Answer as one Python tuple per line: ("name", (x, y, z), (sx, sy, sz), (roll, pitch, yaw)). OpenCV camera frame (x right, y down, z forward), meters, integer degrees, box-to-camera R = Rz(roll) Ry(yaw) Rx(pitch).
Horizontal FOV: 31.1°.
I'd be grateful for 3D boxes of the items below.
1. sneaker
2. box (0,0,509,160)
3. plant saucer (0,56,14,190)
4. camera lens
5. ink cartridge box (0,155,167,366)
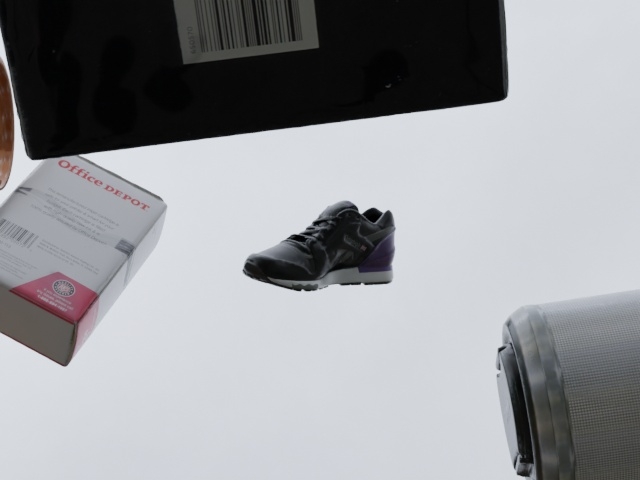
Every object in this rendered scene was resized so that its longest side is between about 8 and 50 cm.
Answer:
("sneaker", (0.000, 0.000, 1.691), (0.283, 0.107, 0.124), (-4, -74, -46))
("box", (-0.053, -0.206, 0.908), (0.343, 0.312, 0.179), (-7, -69, -1))
("plant saucer", (-0.478, -0.170, 1.645), (0.037, 0.200, 0.200), (-2, -49, -2))
("camera lens", (0.334, 0.163, 1.225), (0.274, 0.219, 0.219), (-9, -48, 3))
("ink cartridge box", (-0.385, 0.018, 1.719), (0.207, 0.283, 0.117), (27, -45, 4))
